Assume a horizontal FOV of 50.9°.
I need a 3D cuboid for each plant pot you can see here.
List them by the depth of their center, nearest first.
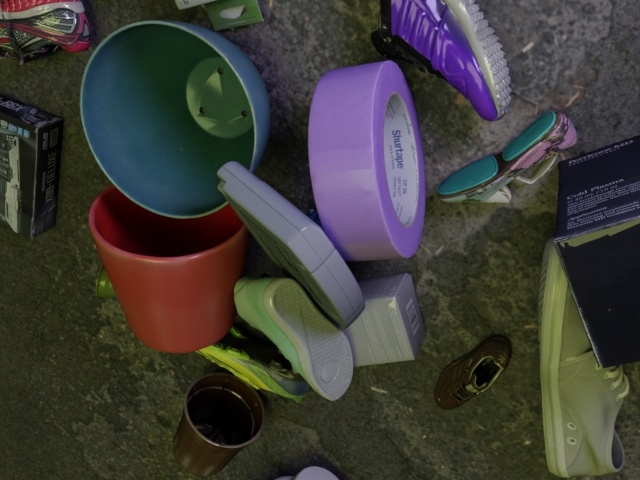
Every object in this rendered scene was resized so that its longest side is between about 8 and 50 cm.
[{"bbox_3d":[-0.195,-0.203,1.058,0.290,0.195,0.290,8,115,17],"label":"plant pot"},{"bbox_3d":[-0.247,0.043,1.165,0.274,0.275,0.243,14,127,14],"label":"plant pot"},{"bbox_3d":[-0.391,0.083,1.335,0.079,0.083,0.083,12,117,1],"label":"plant pot"},{"bbox_3d":[-0.216,0.383,1.360,0.167,0.167,0.165,33,127,4],"label":"plant pot"}]

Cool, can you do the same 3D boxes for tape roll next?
[{"bbox_3d":[0.075,-0.109,0.955,0.090,0.275,0.275,-4,111,21],"label":"tape roll"}]

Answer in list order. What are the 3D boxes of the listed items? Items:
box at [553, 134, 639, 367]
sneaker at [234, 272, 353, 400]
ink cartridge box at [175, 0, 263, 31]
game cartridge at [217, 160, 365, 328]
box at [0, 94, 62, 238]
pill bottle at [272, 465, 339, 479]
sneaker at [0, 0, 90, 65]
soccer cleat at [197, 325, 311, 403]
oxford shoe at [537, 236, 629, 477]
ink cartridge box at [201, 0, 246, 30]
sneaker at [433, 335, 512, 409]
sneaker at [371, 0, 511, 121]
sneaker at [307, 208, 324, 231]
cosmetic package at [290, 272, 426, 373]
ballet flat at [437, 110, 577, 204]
[{"bbox_3d":[0.483,-0.031,0.819,0.343,0.312,0.179,-18,106,27],"label":"box"},{"bbox_3d":[-0.047,0.154,1.131,0.151,0.094,0.256,8,134,53],"label":"sneaker"},{"bbox_3d":[-0.176,-0.410,1.002,0.108,0.062,0.209,0,125,34],"label":"ink cartridge box"},{"bbox_3d":[-0.030,0.020,0.985,0.198,0.062,0.297,35,167,30],"label":"game cartridge"},{"bbox_3d":[-0.662,-0.171,1.314,0.307,0.076,0.243,23,119,9],"label":"box"},{"bbox_3d":[-0.088,0.610,1.391,0.188,0.188,0.334,42,121,-1],"label":"pill bottle"},{"bbox_3d":[-0.538,-0.355,1.162,0.299,0.121,0.112,-6,113,22],"label":"sneaker"},{"bbox_3d":[-0.151,0.235,1.302,0.289,0.093,0.121,20,125,12],"label":"soccer cleat"},{"bbox_3d":[0.403,0.188,1.035,0.130,0.169,0.450,-2,119,24],"label":"oxford shoe"},{"bbox_3d":[-0.152,-0.471,1.019,0.189,0.066,0.232,39,141,0],"label":"ink cartridge box"},{"bbox_3d":[0.255,0.240,1.164,0.066,0.071,0.188,36,120,2],"label":"sneaker"},{"bbox_3d":[0.156,-0.286,0.955,0.146,0.102,0.293,-26,97,32],"label":"sneaker"},{"bbox_3d":[0.000,0.000,1.164,0.082,0.069,0.209,57,137,30],"label":"sneaker"},{"bbox_3d":[0.051,0.148,1.183,0.237,0.107,0.127,-9,109,27],"label":"cosmetic package"},{"bbox_3d":[0.282,-0.104,1.005,0.221,0.077,0.079,-36,117,29],"label":"ballet flat"}]
